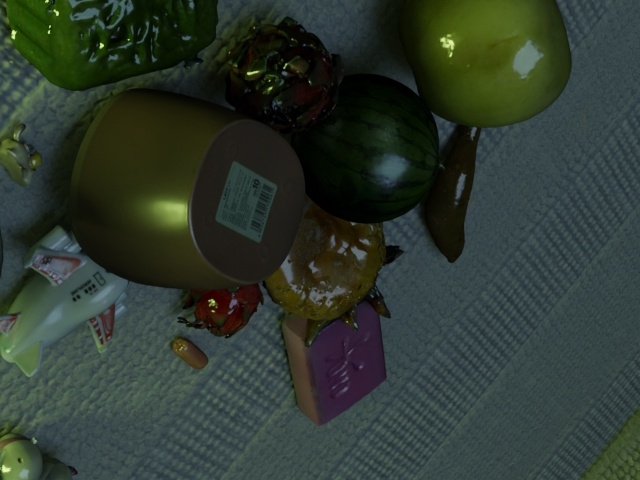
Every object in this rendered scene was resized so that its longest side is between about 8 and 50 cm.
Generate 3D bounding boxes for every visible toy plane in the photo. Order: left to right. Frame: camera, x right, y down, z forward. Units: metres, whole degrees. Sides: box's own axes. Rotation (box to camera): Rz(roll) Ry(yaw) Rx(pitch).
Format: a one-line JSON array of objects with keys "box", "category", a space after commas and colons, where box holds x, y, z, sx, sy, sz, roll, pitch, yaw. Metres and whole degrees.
[{"box": [-0.370, 0.085, 1.888, 0.252, 0.118, 0.252, -28, 136, -31], "category": "toy plane"}]

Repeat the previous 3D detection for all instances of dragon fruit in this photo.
[{"box": [-0.160, 0.094, 2.113, 0.121, 0.130, 0.142, -59, 157, -52], "category": "dragon fruit"}, {"box": [-0.058, -0.238, 1.901, 0.182, 0.182, 0.188, -59, 149, 8], "category": "dragon fruit"}]

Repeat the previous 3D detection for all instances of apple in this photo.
[{"box": [0.263, -0.320, 2.070, 0.254, 0.292, 0.292, -20, 139, 6], "category": "apple"}]

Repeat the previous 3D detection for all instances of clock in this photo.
[{"box": [-0.473, 0.384, 2.028, 0.144, 0.103, 0.231, -47, 144, -9], "category": "clock"}]

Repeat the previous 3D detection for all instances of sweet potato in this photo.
[{"box": [0.245, -0.090, 2.401, 0.108, 0.079, 0.346, -48, 151, -55], "category": "sweet potato"}]

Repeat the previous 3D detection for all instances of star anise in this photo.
[{"box": [0.034, 0.055, 2.258, 0.288, 0.088, 0.288, -2, 94, -30], "category": "star anise"}]

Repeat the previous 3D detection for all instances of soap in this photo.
[{"box": [0.030, 0.208, 2.408, 0.181, 0.081, 0.259, -32, 138, -24], "category": "soap"}]

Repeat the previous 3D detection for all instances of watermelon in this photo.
[{"box": [0.073, -0.146, 2.045, 0.242, 0.242, 0.242, -26, 135, -29], "category": "watermelon"}]

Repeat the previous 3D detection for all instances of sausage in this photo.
[{"box": [-0.220, 0.192, 2.183, 0.034, 0.034, 0.083, -47, 142, -6], "category": "sausage"}]

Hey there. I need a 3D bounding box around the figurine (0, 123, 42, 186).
[{"box": [-0.406, -0.115, 1.755, 0.050, 0.047, 0.083, -46, 147, -24], "category": "figurine"}]

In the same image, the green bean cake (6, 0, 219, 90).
[{"box": [-0.264, -0.333, 1.636, 0.250, 0.156, 0.247, -23, 132, -32], "category": "green bean cake"}]

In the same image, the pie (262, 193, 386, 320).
[{"box": [0.001, 0.001, 2.150, 0.273, 0.069, 0.273, -4, 98, -33], "category": "pie"}]

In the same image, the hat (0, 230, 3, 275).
[{"box": [-0.466, 0.052, 1.686, 0.149, 0.244, 0.214, 9, 106, -34], "category": "hat"}]

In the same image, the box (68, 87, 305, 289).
[{"box": [-0.175, -0.062, 1.821, 0.301, 0.216, 0.301, -17, 111, -51], "category": "box"}]
